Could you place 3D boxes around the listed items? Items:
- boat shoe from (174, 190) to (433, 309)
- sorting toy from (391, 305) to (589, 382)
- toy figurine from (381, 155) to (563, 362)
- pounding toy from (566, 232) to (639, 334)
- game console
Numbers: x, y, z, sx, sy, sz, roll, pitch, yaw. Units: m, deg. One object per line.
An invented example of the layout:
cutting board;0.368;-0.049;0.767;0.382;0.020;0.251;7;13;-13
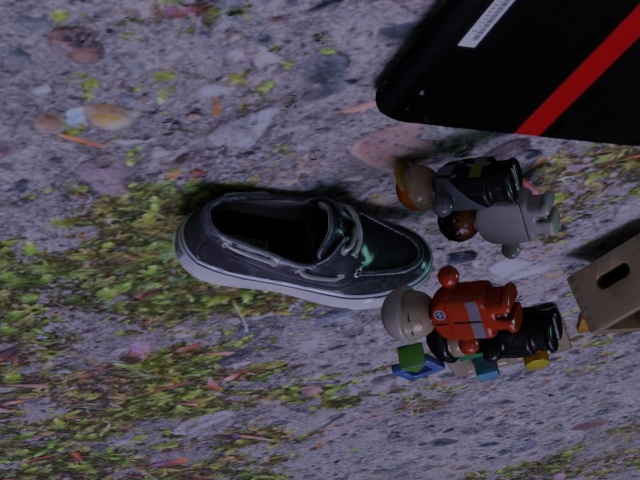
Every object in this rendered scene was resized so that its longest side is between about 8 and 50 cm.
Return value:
boat shoe;0.000;0.000;1.565;0.301;0.108;0.102;9;152;-24
sorting toy;0.270;0.159;2.116;0.348;0.047;0.196;-15;157;11
toy figurine;0.158;0.023;1.546;0.148;0.209;0.213;-5;167;26
pounding toy;0.450;0.037;1.864;0.206;0.094;0.181;0;152;-46
game console;0.270;-0.201;1.280;0.342;0.060;0.386;5;152;-21
